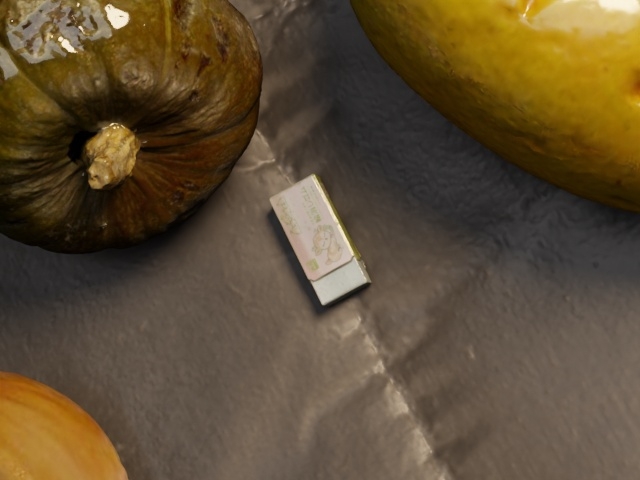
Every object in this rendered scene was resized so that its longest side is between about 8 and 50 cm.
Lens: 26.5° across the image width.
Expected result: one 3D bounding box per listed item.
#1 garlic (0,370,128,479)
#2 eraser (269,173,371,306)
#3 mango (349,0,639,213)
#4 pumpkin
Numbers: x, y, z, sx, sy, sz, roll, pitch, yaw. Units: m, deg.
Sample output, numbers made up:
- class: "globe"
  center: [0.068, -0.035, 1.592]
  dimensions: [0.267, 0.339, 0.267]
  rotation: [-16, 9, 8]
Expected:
- class: "garlic"
  center: [-0.183, 0.175, 0.899]
  dimensions: [0.115, 0.128, 0.207]
  rotation: [-32, 81, -35]
- class: "eraser"
  center: [0.000, 0.000, 0.915]
  dimensions: [0.038, 0.019, 0.083]
  rotation: [-29, 77, 8]
- class: "mango"
  center: [0.168, -0.160, 0.819]
  dimensions: [0.365, 0.182, 0.253]
  rotation: [42, 92, 5]
- class: "pumpkin"
  center: [-0.140, -0.087, 0.864]
  dimensions: [0.219, 0.219, 0.162]
  rotation: [-33, 45, 9]
